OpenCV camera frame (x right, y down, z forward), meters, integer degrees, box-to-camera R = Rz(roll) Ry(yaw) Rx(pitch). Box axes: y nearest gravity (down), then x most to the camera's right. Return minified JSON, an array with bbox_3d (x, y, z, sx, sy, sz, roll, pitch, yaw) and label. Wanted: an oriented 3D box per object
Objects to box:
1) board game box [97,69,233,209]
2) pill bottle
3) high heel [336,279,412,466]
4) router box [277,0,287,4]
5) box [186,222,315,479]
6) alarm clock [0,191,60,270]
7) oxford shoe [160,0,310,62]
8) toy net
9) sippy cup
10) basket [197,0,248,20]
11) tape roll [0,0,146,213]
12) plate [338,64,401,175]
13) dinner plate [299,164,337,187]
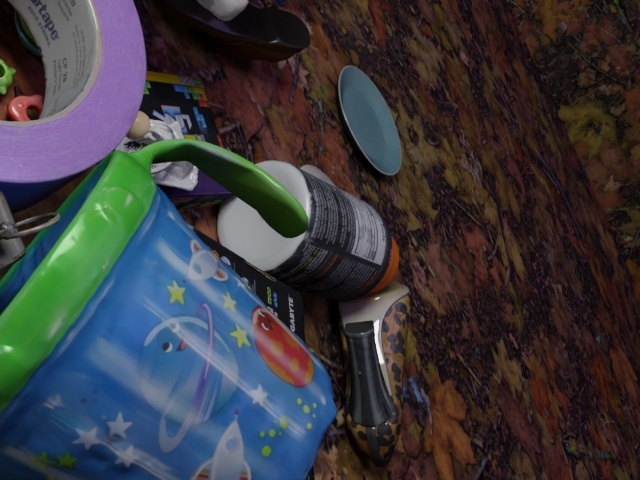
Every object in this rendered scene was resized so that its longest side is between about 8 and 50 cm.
[{"bbox_3d":[-0.167,-0.104,1.008,0.170,0.048,0.141,-9,77,-62],"label":"board game box"},{"bbox_3d":[0.000,0.000,1.146,0.246,0.130,0.130,23,50,-54],"label":"pill bottle"},{"bbox_3d":[0.075,0.161,1.248,0.261,0.093,0.186,-52,136,-70],"label":"high heel"},{"bbox_3d":[-0.094,-0.568,1.450,0.335,0.082,0.301,51,31,-29],"label":"router box"},{"bbox_3d":[-0.115,0.136,0.897,0.293,0.073,0.295,33,43,-47],"label":"box"},{"bbox_3d":[-0.246,0.002,0.623,0.129,0.192,0.064,-40,118,-63],"label":"alarm clock"},{"bbox_3d":[-0.116,-0.263,1.208,0.212,0.076,0.076,15,58,-39],"label":"oxford shoe"},{"bbox_3d":[-0.200,-0.121,0.889,0.232,0.045,0.122,42,51,-19],"label":"toy net"},{"bbox_3d":[-0.120,0.096,0.658,0.224,0.305,0.240,39,12,-16],"label":"sippy cup"},{"bbox_3d":[-0.178,-0.436,0.868,0.328,0.266,0.331,46,12,34],"label":"basket"},{"bbox_3d":[-0.272,-0.158,0.738,0.275,0.090,0.274,21,59,-39],"label":"tape roll"},{"bbox_3d":[0.072,-0.187,1.535,0.188,0.024,0.188,40,39,-42],"label":"plate"},{"bbox_3d":[0.010,-0.040,1.321,0.141,0.017,0.141,40,38,-40],"label":"dinner plate"}]
